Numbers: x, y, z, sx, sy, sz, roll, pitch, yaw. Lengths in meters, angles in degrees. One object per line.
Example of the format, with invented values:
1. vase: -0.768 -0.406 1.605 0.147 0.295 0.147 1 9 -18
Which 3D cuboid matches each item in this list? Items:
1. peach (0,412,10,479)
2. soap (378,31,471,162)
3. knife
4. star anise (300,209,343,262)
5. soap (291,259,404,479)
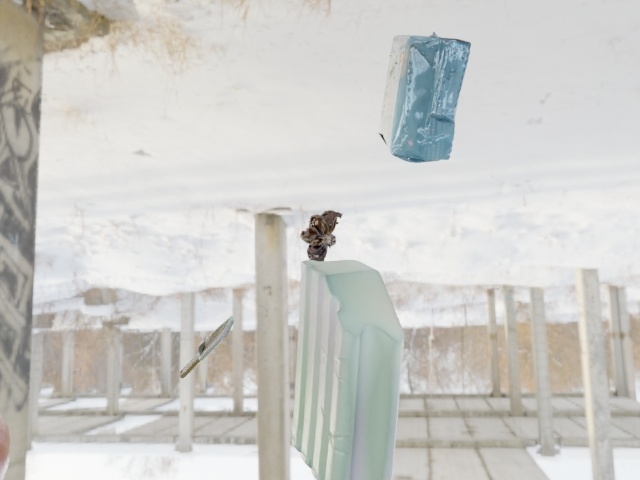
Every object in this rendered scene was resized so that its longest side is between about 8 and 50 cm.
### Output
1. peach: -0.472 0.269 0.707 0.197 0.197 0.197 -1 172 0
2. soap: 0.130 -0.200 0.810 0.077 0.156 0.293 6 -163 0
3. knife: -0.294 0.271 1.518 0.027 0.061 0.343 27 139 -17
4. star anise: 0.000 0.000 1.235 0.070 0.097 0.190 23 156 20
5. soap: 0.034 0.183 0.819 0.095 0.289 0.173 -1 -169 -22
